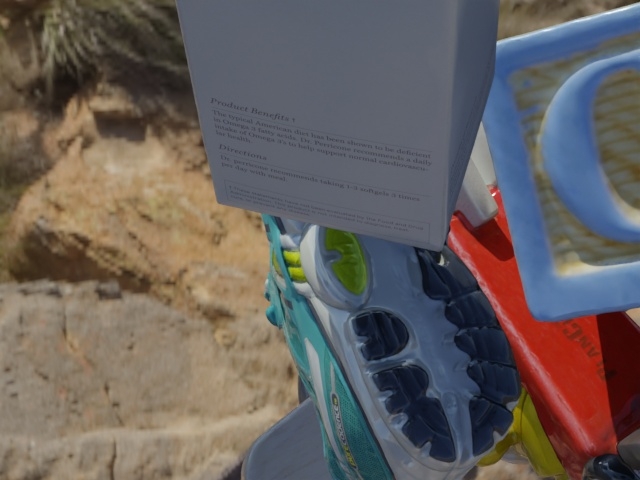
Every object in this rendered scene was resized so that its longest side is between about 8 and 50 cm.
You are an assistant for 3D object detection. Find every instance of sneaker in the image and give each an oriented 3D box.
[{"bbox_3d":[0.000,0.000,0.682,0.107,0.110,0.275,-4,66,-32],"label":"sneaker"}]

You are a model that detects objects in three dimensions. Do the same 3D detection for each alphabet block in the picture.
[{"bbox_3d":[0.235,-0.070,0.916,0.193,0.197,0.192,-10,96,27],"label":"alphabet block"}]

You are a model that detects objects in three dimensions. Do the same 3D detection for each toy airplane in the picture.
[{"bbox_3d":[0.156,0.084,1.081,0.386,0.272,0.384,10,60,3],"label":"toy airplane"}]

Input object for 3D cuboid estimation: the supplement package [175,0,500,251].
[{"bbox_3d":[0.012,-0.094,0.528,0.105,0.179,0.105,13,58,11],"label":"supplement package"}]
